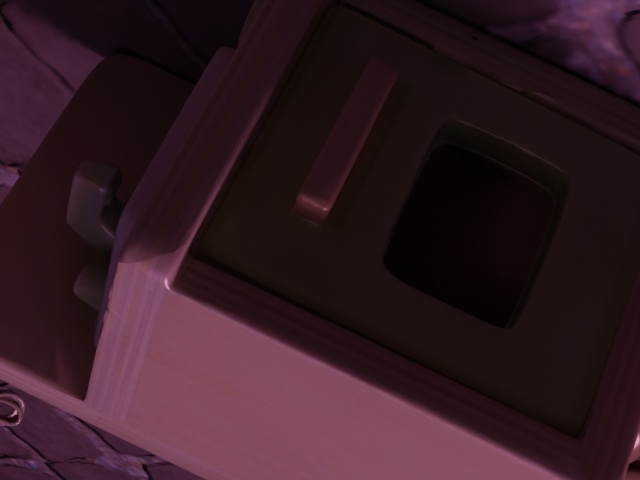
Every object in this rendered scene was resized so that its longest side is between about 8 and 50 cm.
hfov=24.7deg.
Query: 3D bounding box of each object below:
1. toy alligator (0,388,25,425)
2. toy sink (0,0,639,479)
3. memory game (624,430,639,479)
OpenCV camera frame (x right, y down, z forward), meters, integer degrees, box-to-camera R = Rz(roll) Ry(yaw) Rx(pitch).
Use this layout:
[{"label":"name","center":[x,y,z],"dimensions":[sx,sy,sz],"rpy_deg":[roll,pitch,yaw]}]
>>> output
[{"label":"toy alligator","center":[-0.257,0.050,0.869],"dimensions":[0.189,0.056,0.051],"rpy_deg":[35,-171,-16]},{"label":"toy sink","center":[0.000,0.000,0.523],"dimensions":[0.234,0.153,0.131],"rpy_deg":[26,148,1]},{"label":"memory game","center":[0.078,0.118,0.706],"dimensions":[0.186,0.012,0.186],"rpy_deg":[10,123,17]}]
